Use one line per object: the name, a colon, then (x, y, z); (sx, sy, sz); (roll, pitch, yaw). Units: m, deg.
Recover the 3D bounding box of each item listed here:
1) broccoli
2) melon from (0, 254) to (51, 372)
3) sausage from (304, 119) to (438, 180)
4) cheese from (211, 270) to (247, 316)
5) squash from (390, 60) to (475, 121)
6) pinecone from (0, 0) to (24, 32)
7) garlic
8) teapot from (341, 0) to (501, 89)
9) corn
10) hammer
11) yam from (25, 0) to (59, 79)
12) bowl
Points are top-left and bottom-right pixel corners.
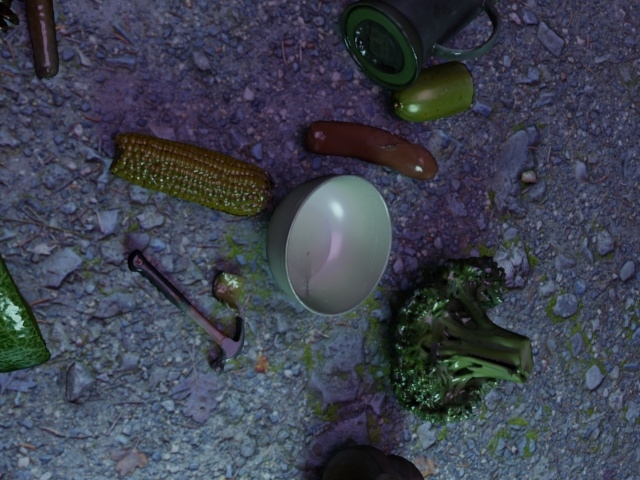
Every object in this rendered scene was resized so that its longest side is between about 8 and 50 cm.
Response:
broccoli: (0.314, 0.219, 1.482); (0.375, 0.302, 0.249); (-67, 154, -13)
melon: (-0.560, 0.077, 1.077); (0.331, 0.226, 0.343); (-23, 106, 17)
sausage: (0.113, -0.194, 1.457); (0.327, 0.079, 0.087); (10, 78, -28)
cheese: (-0.178, 0.107, 1.347); (0.060, 0.041, 0.084); (20, 55, -35)
squash: (0.232, -0.310, 1.489); (0.187, 0.123, 0.123); (-21, 102, -21)
pinecone: (-0.581, -0.369, 1.026); (0.244, 0.244, 0.309); (39, 88, -23)
garlic: (0.095, 0.541, 1.417); (0.210, 0.292, 0.237); (33, 54, -15)
teapot: (0.246, -0.473, 1.421); (0.270, 0.200, 0.337); (38, 69, 21)
corn: (-0.226, -0.121, 1.277); (0.318, 0.115, 0.115); (16, 86, -26)
hammer: (-0.256, 0.126, 1.317); (0.287, 0.033, 0.111); (46, 74, -21)
yam: (-0.475, -0.405, 1.170); (0.046, 0.046, 0.263); (-8, 97, -26)
bowl: (0.000, 0.000, 1.359); (0.277, 0.145, 0.277); (-9, 104, -40)
